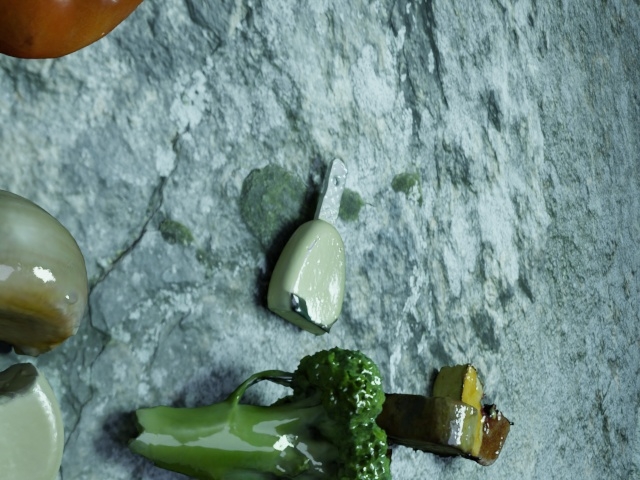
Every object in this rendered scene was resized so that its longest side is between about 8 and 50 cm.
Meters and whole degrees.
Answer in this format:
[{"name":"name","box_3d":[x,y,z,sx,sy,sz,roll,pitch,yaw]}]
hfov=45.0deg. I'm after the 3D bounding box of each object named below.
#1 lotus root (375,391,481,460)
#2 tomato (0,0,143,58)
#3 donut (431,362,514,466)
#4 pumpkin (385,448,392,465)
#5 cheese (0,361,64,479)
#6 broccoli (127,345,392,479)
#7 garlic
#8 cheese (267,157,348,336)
[{"name":"lotus root","box_3d":[0.130,0.276,1.157,0.170,0.260,0.074,17,72,-18]},{"name":"tomato","box_3d":[-0.252,-0.286,0.649,0.260,0.180,0.260,7,81,-53]},{"name":"donut","box_3d":[0.261,0.323,1.402,0.217,0.085,0.141,58,47,-33]},{"name":"pumpkin","box_3d":[0.071,0.366,1.193,0.101,0.035,0.073,-15,116,-53]},{"name":"cheese","box_3d":[-0.292,0.222,0.679,0.163,0.070,0.249,-29,113,-50]},{"name":"broccoli","box_3d":[-0.061,0.268,0.942,0.302,0.186,0.254,-9,104,-10]},{"name":"garlic","box_3d":[-0.302,0.034,0.639,0.245,0.145,0.164,8,114,-51]},{"name":"cheese","box_3d":[0.000,0.000,1.086,0.127,0.054,0.251,38,59,-46]}]
